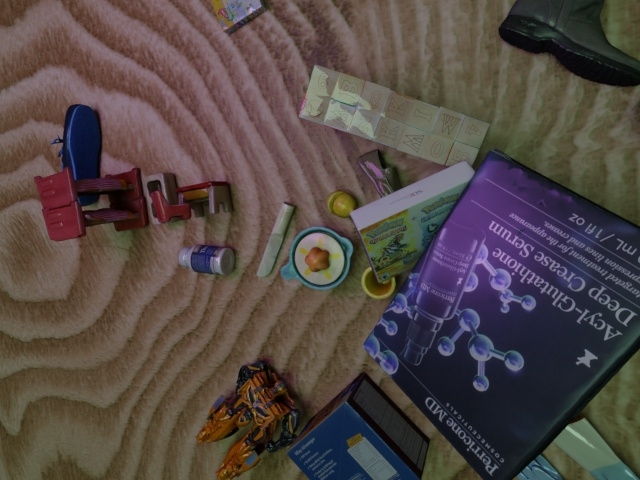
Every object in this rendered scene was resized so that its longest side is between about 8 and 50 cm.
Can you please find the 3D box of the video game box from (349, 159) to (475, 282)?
[{"bbox_3d":[0.170,-0.024,0.758,0.205,0.187,0.048,-25,51,3],"label":"video game box"}]

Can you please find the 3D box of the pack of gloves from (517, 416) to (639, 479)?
[{"bbox_3d":[0.496,0.458,0.829,0.232,0.046,0.195,50,123,10],"label":"pack of gloves"}]

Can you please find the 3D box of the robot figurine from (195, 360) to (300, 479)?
[{"bbox_3d":[-0.170,0.424,1.029,0.211,0.085,0.291,48,116,24],"label":"robot figurine"}]

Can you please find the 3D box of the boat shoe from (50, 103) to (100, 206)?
[{"bbox_3d":[-0.630,-0.216,1.114,0.089,0.109,0.258,15,101,22],"label":"boat shoe"}]

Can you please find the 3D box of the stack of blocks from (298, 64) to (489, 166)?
[{"bbox_3d":[0.122,-0.216,0.785,0.298,0.171,0.087,19,106,-1],"label":"stack of blocks"}]

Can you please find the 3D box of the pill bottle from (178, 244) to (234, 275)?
[{"bbox_3d":[-0.269,0.044,1.034,0.120,0.067,0.066,5,100,20],"label":"pill bottle"}]

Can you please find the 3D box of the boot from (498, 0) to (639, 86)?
[{"bbox_3d":[0.431,-0.363,0.698,0.247,0.083,0.161,32,102,12],"label":"boot"}]

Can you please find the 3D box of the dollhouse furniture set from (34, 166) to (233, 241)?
[{"bbox_3d":[-0.419,-0.105,0.996,0.375,0.201,0.152,-8,96,23],"label":"dollhouse furniture set"}]

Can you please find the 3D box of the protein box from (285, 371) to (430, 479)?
[{"bbox_3d":[0.080,0.435,0.923,0.201,0.136,0.199,45,111,9],"label":"protein box"}]

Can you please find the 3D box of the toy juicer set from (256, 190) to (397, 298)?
[{"bbox_3d":[0.000,0.000,0.912,0.329,0.089,0.209,5,100,21],"label":"toy juicer set"}]

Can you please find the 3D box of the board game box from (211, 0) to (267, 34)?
[{"bbox_3d":[-0.189,-0.538,0.934,0.104,0.026,0.154,-22,90,22],"label":"board game box"}]

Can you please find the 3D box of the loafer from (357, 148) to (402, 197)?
[{"bbox_3d":[0.131,-0.119,0.860,0.050,0.056,0.148,-42,83,28],"label":"loafer"}]

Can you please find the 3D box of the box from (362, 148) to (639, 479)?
[{"bbox_3d":[0.309,0.112,0.687,0.293,0.212,0.395,43,114,36],"label":"box"}]
